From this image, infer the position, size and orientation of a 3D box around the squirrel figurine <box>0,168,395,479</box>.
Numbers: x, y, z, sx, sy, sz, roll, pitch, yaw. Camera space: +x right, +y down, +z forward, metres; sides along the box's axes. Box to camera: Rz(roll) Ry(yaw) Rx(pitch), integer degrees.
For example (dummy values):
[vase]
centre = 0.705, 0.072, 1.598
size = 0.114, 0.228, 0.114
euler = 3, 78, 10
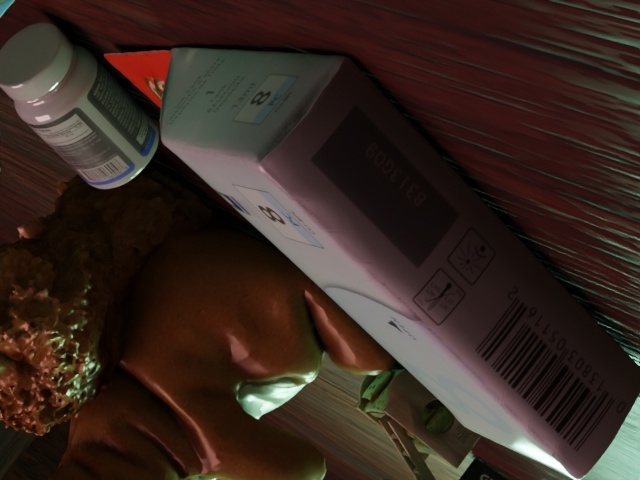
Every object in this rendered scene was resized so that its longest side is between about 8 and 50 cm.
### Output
[squirrel figurine]
centre = -0.186, 0.144, 1.440
size = 0.397, 0.370, 0.281
euler = 42, 168, -19

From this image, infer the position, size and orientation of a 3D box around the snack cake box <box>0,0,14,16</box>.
[snack cake box]
centre = -0.253, -0.146, 0.778
size = 0.152, 0.264, 0.089
euler = 33, 167, 21

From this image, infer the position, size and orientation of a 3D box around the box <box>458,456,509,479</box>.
[box]
centre = 0.209, 0.370, 1.632
size = 0.220, 0.175, 0.051
euler = 34, 165, 18

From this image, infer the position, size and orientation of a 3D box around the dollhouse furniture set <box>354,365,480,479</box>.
[dollhouse furniture set]
centre = 0.055, 0.209, 1.496
size = 0.101, 0.161, 0.182
euler = 39, 167, -8

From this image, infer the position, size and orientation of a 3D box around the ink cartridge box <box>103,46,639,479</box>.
[ink cartridge box]
centre = 0.000, 0.000, 1.035
size = 0.308, 0.091, 0.385
euler = 43, 166, -26

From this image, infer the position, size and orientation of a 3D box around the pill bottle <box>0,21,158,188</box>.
[pill bottle]
centre = -0.199, -0.110, 1.223
size = 0.078, 0.078, 0.137
euler = 26, 164, 43
